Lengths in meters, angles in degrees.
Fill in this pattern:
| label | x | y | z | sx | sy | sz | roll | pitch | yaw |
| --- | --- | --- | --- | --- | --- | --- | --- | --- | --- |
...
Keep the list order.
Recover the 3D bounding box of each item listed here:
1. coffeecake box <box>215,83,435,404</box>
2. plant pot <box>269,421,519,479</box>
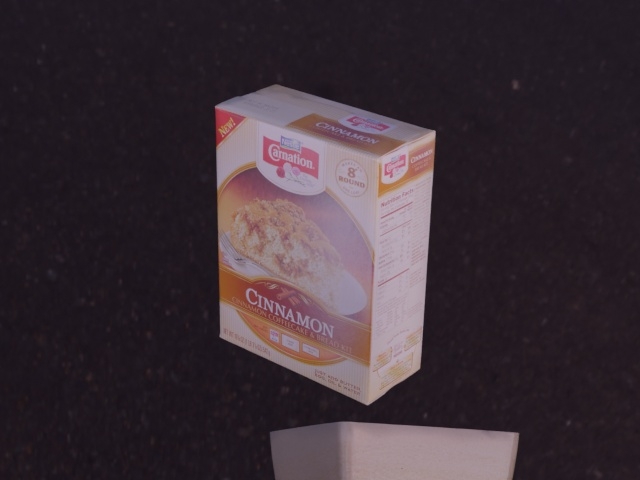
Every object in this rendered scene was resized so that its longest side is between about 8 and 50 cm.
| label | x | y | z | sx | sy | sz | roll | pitch | yaw |
| --- | --- | --- | --- | --- | --- | --- | --- | --- | --- |
| coffeecake box | 0.000 | 0.000 | 0.830 | 0.142 | 0.186 | 0.068 | 21 | 32 | 34 |
| plant pot | 0.038 | 0.155 | 0.660 | 0.109 | 0.109 | 0.096 | 7 | 76 | -23 |
